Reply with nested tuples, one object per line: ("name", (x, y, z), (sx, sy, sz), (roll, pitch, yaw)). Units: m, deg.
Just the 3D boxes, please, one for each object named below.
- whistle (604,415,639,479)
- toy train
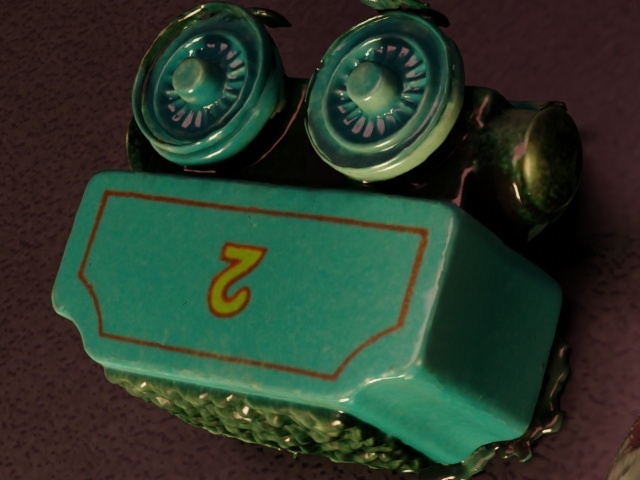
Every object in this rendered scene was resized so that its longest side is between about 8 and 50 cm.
("whistle", (0.172, 0.042, 0.560), (0.189, 0.189, 0.348), (-11, 47, 29))
("toy train", (0.000, 0.000, 0.730), (0.203, 0.112, 0.163), (6, 73, 39))
